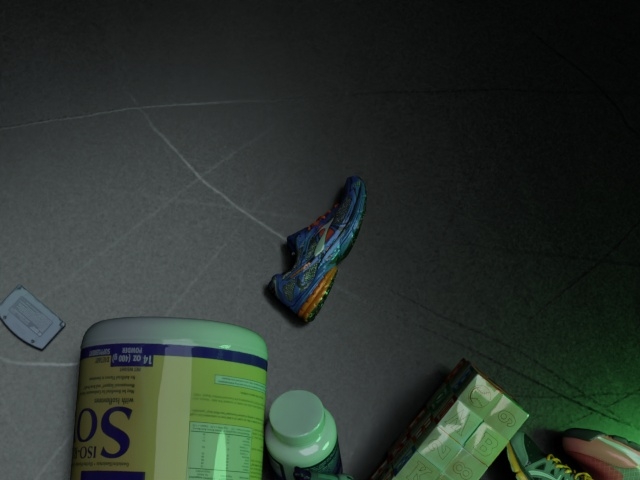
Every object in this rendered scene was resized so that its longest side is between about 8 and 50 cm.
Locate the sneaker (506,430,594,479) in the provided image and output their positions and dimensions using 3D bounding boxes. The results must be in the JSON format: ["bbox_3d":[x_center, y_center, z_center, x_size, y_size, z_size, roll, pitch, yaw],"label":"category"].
[{"bbox_3d":[0.335,0.341,1.797,0.083,0.084,0.215,-42,70,12],"label":"sneaker"}]

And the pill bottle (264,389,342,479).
[{"bbox_3d":[-0.023,0.266,1.706,0.094,0.169,0.094,-3,53,4],"label":"pill bottle"}]

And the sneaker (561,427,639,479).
[{"bbox_3d":[0.447,0.387,1.823,0.314,0.116,0.136,40,74,-2],"label":"sneaker"}]

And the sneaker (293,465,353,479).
[{"bbox_3d":[-0.044,0.379,1.689,0.098,0.083,0.223,21,110,-21],"label":"sneaker"}]

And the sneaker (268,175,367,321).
[{"bbox_3d":[0.000,0.000,1.828,0.087,0.083,0.221,26,70,3],"label":"sneaker"}]

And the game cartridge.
[{"bbox_3d":[-0.389,0.105,1.751,0.083,0.017,0.056,42,69,-1],"label":"game cartridge"}]

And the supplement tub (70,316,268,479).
[{"bbox_3d":[-0.191,0.274,1.640,0.241,0.241,0.331,5,76,-11],"label":"supplement tub"}]

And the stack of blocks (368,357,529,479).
[{"bbox_3d":[0.139,0.305,1.741,0.087,0.171,0.297,39,91,-1],"label":"stack of blocks"}]
